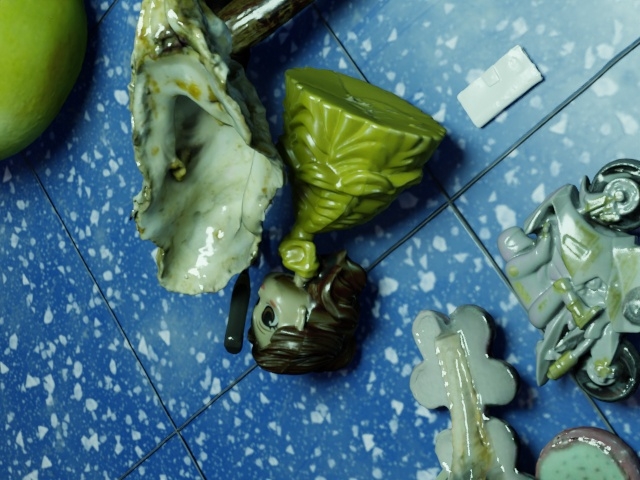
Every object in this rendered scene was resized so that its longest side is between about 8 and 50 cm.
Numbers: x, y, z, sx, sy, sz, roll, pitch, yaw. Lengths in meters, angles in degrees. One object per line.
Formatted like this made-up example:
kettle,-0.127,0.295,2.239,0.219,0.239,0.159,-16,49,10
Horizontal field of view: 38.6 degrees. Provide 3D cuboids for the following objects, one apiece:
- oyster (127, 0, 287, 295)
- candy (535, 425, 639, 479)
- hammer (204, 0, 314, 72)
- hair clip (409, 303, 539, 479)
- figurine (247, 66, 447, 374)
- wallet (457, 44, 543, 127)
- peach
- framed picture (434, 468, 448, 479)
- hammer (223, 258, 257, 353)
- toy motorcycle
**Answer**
oyster,-0.113,-0.094,0.850,0.167,0.110,0.341,-5,126,14
candy,0.257,0.229,0.874,0.103,0.043,0.103,3,94,35
hammer,-0.007,-0.266,0.944,0.409,0.242,0.095,-27,122,18
hair clip,0.149,0.189,0.916,0.146,0.075,0.256,-30,60,52
figurine,-0.004,-0.001,0.953,0.187,0.168,0.315,36,116,38
wallet,0.178,-0.153,0.910,0.083,0.011,0.044,-40,73,31
peach,-0.440,-0.251,1.146,0.282,0.314,0.315,22,66,16
framed picture,0.147,0.346,0.975,0.150,0.015,0.203,43,116,24
hammer,-0.085,0.046,1.007,0.021,0.201,0.078,8,126,-3
toy motorcycle,0.234,0.033,0.854,0.152,0.073,0.224,8,97,35
